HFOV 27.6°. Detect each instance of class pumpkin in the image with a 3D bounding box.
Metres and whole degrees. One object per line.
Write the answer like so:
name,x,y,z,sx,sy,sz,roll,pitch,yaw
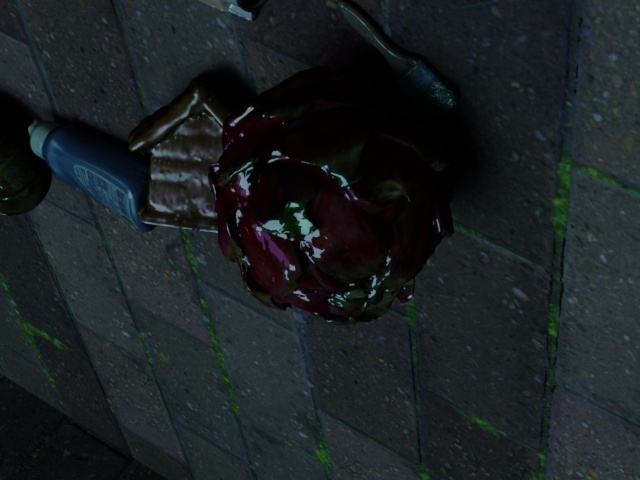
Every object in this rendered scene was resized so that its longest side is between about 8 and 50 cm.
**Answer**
pumpkin,-0.608,-0.159,2.442,0.238,0.159,0.238,41,163,15

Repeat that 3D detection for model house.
model house,-0.181,-0.130,1.946,0.220,0.199,0.229,7,103,2

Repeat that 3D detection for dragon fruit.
dragon fruit,0.011,-0.060,1.650,0.329,0.329,0.329,30,151,19

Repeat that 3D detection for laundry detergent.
laundry detergent,-0.395,-0.130,2.300,0.290,0.094,0.143,31,158,24

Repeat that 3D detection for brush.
brush,0.089,-0.228,1.606,0.196,0.021,0.070,44,151,-6

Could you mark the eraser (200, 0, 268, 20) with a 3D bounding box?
eraser,-0.195,-0.397,1.641,0.291,0.087,0.171,26,151,26
